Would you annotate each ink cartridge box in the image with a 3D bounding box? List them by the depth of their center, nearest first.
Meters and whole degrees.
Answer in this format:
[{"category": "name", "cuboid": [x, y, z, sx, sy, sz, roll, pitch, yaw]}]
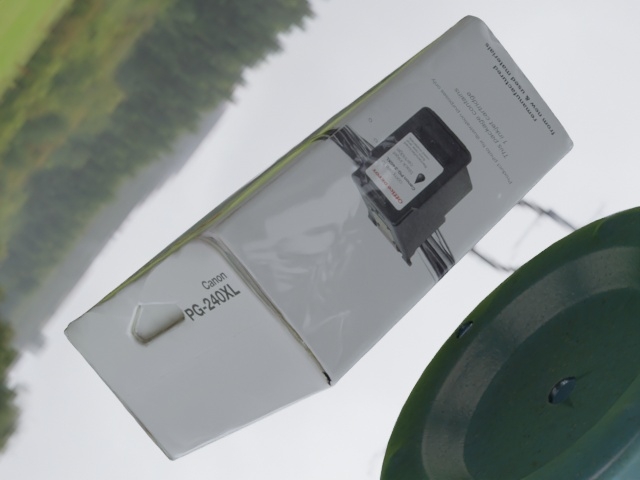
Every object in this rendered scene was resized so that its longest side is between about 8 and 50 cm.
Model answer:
[{"category": "ink cartridge box", "cuboid": [0.000, 0.000, 0.531, 0.150, 0.063, 0.109, -42, -174, -38]}]

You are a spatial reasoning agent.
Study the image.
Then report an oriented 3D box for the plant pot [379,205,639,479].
[{"category": "plant pot", "cuboid": [0.174, 0.129, 0.654, 0.272, 0.255, 0.271, -40, -162, 16]}]
